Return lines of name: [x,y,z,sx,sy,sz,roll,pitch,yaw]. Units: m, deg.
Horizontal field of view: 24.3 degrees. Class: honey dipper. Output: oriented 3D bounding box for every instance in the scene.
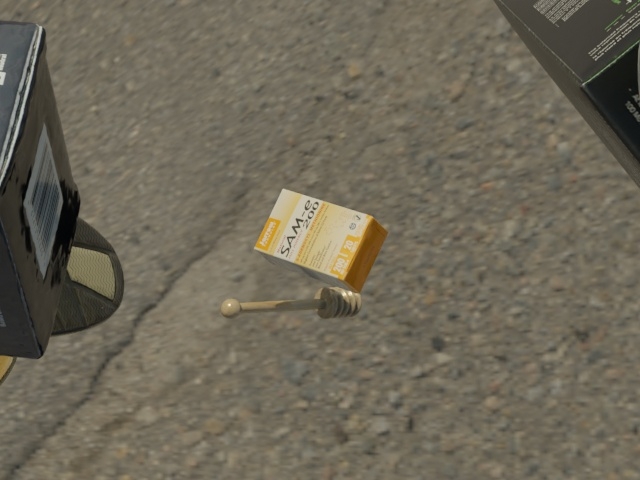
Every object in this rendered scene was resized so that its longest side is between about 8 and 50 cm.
honey dipper: [-0.029,0.059,1.350,0.161,0.030,0.030,-2,84,-43]

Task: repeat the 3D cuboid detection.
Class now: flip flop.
flip flop: [-0.294,0.039,1.166,0.277,0.080,0.112,-10,78,-6]

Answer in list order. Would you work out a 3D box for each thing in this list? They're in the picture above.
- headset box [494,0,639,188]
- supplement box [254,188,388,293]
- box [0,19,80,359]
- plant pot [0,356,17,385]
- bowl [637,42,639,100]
headset box: [0.207,-0.040,0.636,0.131,0.283,0.246,-39,102,10]
supplement box: [0.000,0.000,1.276,0.036,0.098,0.062,41,71,-54]
box: [-0.237,-0.029,0.740,0.207,0.153,0.108,6,57,2]
plant pot: [-0.367,0.050,1.271,0.236,0.032,0.236,2,116,5]
bowl: [0.230,-0.052,0.312,0.298,0.298,0.134,31,69,-20]
